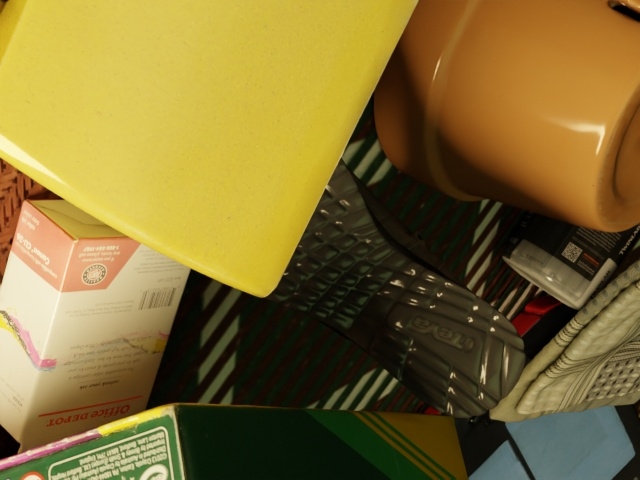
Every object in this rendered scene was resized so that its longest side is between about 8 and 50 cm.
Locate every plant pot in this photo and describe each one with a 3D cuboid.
[{"bbox_3d":[0.217,-0.139,1.007,0.291,0.203,0.291,-31,139,-31],"label":"plant pot"},{"bbox_3d":[-0.107,-0.122,0.642,0.187,0.212,0.212,17,105,-41],"label":"plant pot"}]

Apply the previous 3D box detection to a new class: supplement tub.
[{"bbox_3d":[0.296,-0.028,1.273,0.190,0.117,0.117,-55,146,1],"label":"supplement tub"}]

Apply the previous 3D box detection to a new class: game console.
[{"bbox_3d":[0.261,0.290,1.456,0.342,0.060,0.386,-44,126,-18],"label":"game console"}]

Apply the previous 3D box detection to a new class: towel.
[{"bbox_3d":[0.386,0.110,1.309,0.312,0.056,0.324,-5,146,-34],"label":"towel"}]

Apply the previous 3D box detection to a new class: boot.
[{"bbox_3d":[0.000,0.000,0.906,0.118,0.338,0.223,-44,-170,1],"label":"boot"}]

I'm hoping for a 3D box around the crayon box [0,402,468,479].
[{"bbox_3d":[-0.123,0.209,0.788,0.363,0.106,0.313,-23,158,30],"label":"crayon box"}]

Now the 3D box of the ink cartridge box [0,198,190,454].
[{"bbox_3d":[-0.173,0.071,0.828,0.115,0.067,0.198,-3,119,-49],"label":"ink cartridge box"}]
